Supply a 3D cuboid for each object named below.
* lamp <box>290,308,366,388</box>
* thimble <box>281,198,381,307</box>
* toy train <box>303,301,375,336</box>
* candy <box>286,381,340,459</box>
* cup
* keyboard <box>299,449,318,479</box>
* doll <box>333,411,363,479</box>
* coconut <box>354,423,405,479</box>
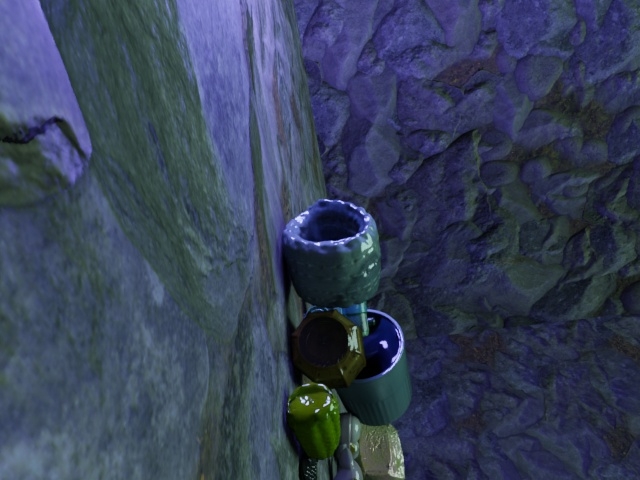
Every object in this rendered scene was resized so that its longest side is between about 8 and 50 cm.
[{"bbox_3d":[0.019,0.234,1.044,0.185,0.161,0.161,68,14,-63],"label":"lamp"},{"bbox_3d":[0.022,0.023,1.079,0.250,0.204,0.172,-137,-149,-56],"label":"thimble"},{"bbox_3d":[0.047,0.125,1.315,0.120,0.194,0.298,63,20,-80],"label":"toy train"},{"bbox_3d":[-0.007,0.349,0.913,0.097,0.096,0.209,-93,176,-47],"label":"candy"},{"bbox_3d":[0.126,0.411,1.590,0.257,0.331,0.311,-58,144,-35],"label":"cup"},{"bbox_3d":[-0.019,0.443,1.040,0.262,0.016,0.106,-76,158,-78],"label":"keyboard"},{"bbox_3d":[0.080,0.649,1.470,0.365,0.094,0.160,-78,163,-75],"label":"doll"},{"bbox_3d":[0.172,0.746,1.664,0.233,0.233,0.245,76,5,-56],"label":"coconut"}]
